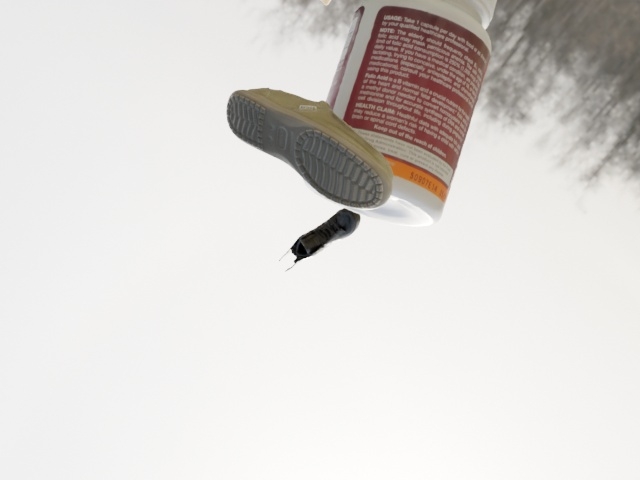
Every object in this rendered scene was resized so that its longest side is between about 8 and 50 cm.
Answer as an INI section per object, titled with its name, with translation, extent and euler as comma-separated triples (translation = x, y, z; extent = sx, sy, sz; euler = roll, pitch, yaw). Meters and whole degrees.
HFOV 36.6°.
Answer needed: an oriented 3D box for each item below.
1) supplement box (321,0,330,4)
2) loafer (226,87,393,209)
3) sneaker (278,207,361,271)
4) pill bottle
[supplement box]
translation = 0.015, -0.544, 1.475
extent = 0.194, 0.195, 0.356
euler = 36, 171, -4
[loafer]
translation = -0.004, -0.139, 1.302
extent = 0.268, 0.102, 0.092
euler = 34, -135, 20
[sneaker]
translation = -0.001, -0.002, 1.818
extent = 0.089, 0.170, 0.051
euler = -32, -92, -46
[pill bottle]
translation = 0.133, -0.239, 1.490
extent = 0.224, 0.392, 0.224
euler = 18, 171, 3
